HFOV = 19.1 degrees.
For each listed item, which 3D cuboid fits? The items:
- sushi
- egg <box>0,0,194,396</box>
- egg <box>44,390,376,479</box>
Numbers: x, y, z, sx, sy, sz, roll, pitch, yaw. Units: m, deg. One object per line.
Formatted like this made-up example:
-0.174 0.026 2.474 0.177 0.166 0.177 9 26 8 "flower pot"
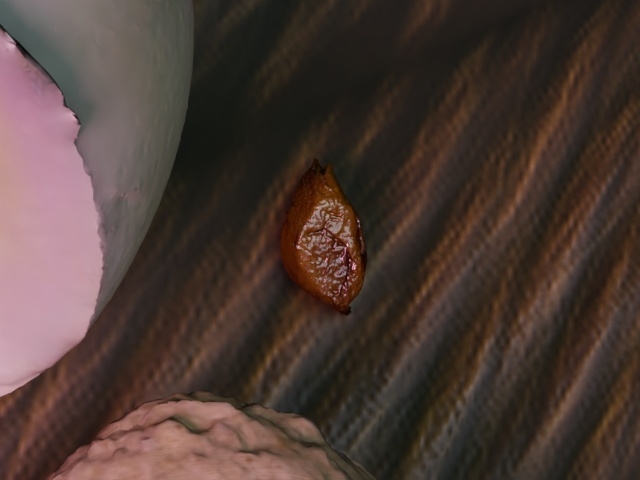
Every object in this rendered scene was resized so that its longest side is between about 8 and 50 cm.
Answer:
0.000 0.000 1.176 0.050 0.047 0.099 -3 98 -16 "sushi"
-0.228 -0.137 0.936 0.354 0.354 0.340 31 44 -19 "egg"
-0.059 0.234 0.982 0.279 0.279 0.310 5 82 -26 "egg"
